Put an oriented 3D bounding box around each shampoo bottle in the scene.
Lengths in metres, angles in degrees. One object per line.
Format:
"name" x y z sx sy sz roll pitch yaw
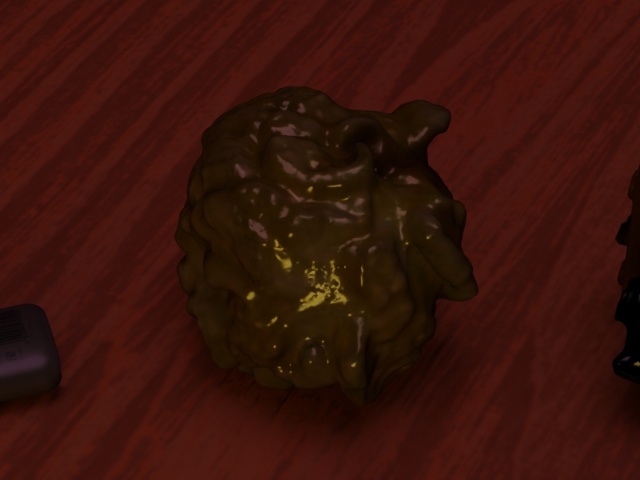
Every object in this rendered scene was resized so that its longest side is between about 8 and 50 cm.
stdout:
"shampoo bottle" -0.265 0.089 1.126 0.165 0.040 0.080 -13 44 -15

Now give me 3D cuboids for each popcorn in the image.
"popcorn" 0.010 -0.004 1.132 0.217 0.181 0.235 -19 47 -22

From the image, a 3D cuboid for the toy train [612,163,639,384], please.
"toy train" 0.362 0.067 1.084 0.369 0.163 0.231 20 53 20
